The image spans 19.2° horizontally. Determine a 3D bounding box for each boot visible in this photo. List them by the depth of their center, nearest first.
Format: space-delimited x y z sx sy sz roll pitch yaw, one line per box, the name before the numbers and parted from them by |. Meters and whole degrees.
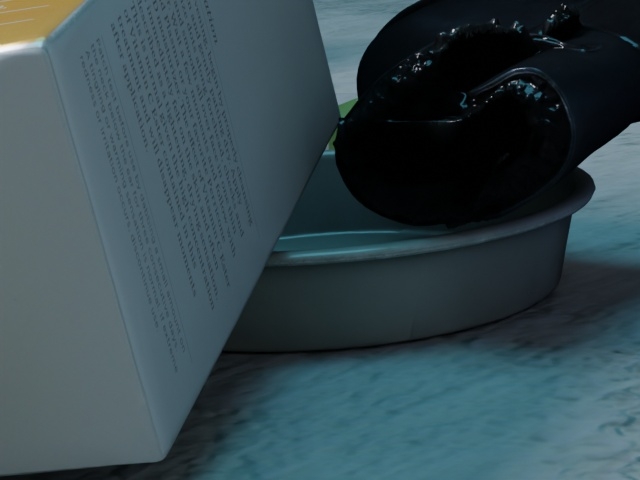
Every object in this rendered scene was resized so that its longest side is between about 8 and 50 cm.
boot | 0.067 -0.072 0.965 0.246 0.094 0.207 -4 15 41

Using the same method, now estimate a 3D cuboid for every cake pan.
cake pan | 0.000 0.000 1.012 0.293 0.054 0.293 -4 12 1

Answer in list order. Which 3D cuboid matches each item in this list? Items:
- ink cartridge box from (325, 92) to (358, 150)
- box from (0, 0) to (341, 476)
ink cartridge box | -0.007 -0.063 1.284 0.209 0.062 0.109 3 14 27
box | -0.139 -0.051 0.832 0.215 0.168 0.345 -7 22 15
